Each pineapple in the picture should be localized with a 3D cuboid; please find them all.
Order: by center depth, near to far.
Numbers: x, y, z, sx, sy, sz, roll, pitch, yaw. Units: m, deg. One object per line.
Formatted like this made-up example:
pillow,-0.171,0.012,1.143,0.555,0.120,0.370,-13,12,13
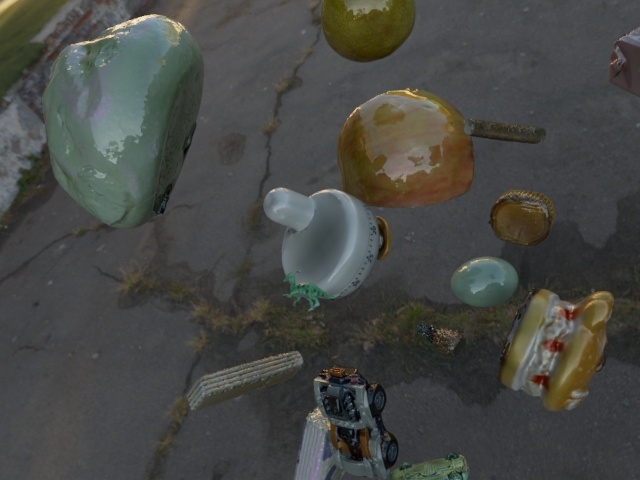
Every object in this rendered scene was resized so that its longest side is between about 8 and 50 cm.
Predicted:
pineapple,0.450,0.365,1.600,0.108,0.108,0.197,-49,40,-13

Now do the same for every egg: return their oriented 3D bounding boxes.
egg,0.488,0.124,1.258,0.192,0.149,0.149,-15,49,12

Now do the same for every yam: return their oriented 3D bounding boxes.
yam,0.296,-0.174,0.675,0.145,0.032,0.032,1,44,-19

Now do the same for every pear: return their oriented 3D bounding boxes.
pear,0.099,-0.507,0.931,0.209,0.209,0.209,-15,49,18

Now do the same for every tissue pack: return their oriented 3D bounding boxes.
tissue pack,0.024,0.707,1.447,0.125,0.344,0.242,20,22,26

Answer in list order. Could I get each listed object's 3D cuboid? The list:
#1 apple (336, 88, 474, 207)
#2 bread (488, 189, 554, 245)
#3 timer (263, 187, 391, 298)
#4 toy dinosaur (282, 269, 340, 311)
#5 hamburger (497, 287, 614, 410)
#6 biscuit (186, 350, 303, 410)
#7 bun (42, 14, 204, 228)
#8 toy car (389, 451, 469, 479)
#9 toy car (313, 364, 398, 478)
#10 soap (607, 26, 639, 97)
apple,0.207,-0.223,1.099,0.309,0.252,0.314,-9,80,-13
bread,0.685,-0.083,1.428,0.199,0.199,0.104,11,31,34
timer,0.000,0.000,0.880,0.233,0.240,0.233,-22,59,42
toy dinosaur,-0.016,0.066,0.595,0.083,0.021,0.062,-25,71,15
hamburger,0.557,0.240,0.980,0.186,0.261,0.303,20,107,37
biscuit,-0.256,0.497,1.515,0.144,0.426,0.078,-53,55,37
bun,-0.281,-0.170,0.579,0.187,0.293,0.293,15,52,-14
toy car,0.302,0.659,1.159,0.224,0.090,0.076,-20,93,13
toy car,0.078,0.462,1.082,0.193,0.301,0.118,-4,18,38
soap,0.552,-0.232,0.548,0.218,0.098,0.273,-34,49,4
